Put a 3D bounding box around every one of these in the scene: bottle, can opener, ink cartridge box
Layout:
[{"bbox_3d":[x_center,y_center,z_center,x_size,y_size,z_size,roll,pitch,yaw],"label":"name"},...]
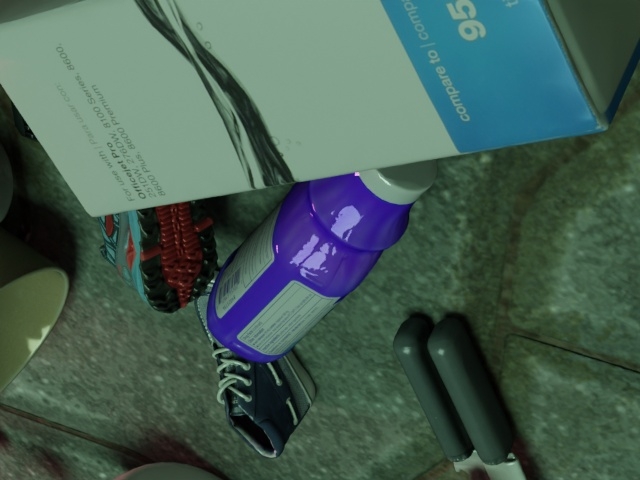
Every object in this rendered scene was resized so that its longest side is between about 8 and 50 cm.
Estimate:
[{"bbox_3d":[0.000,0.000,1.337,0.092,0.118,0.283,31,139,-12],"label":"bottle"},{"bbox_3d":[0.140,0.193,1.480,0.074,0.093,0.280,-1,126,32],"label":"can opener"},{"bbox_3d":[0.016,-0.182,1.014,0.395,0.285,0.166,-9,125,35],"label":"ink cartridge box"}]

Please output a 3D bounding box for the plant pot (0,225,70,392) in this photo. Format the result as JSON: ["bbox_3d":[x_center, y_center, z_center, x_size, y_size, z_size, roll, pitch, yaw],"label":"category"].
[{"bbox_3d":[-0.434,0.035,1.559,0.274,0.256,0.256,42,141,13],"label":"plant pot"}]

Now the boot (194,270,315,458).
[{"bbox_3d":[-0.074,0.121,1.527,0.069,0.086,0.190,-14,123,39],"label":"boot"}]

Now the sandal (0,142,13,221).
[{"bbox_3d":[-0.442,-0.147,1.394,0.102,0.169,0.416,-29,116,23],"label":"sandal"}]

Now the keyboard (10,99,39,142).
[{"bbox_3d":[-0.243,-0.146,1.392,0.100,0.038,0.192,17,139,15],"label":"keyboard"}]

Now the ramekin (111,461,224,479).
[{"bbox_3d":[-0.169,0.376,1.707,0.277,0.277,0.135,39,131,-11],"label":"ramekin"}]

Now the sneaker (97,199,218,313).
[{"bbox_3d":[-0.165,-0.064,1.376,0.125,0.104,0.262,30,130,37],"label":"sneaker"}]
